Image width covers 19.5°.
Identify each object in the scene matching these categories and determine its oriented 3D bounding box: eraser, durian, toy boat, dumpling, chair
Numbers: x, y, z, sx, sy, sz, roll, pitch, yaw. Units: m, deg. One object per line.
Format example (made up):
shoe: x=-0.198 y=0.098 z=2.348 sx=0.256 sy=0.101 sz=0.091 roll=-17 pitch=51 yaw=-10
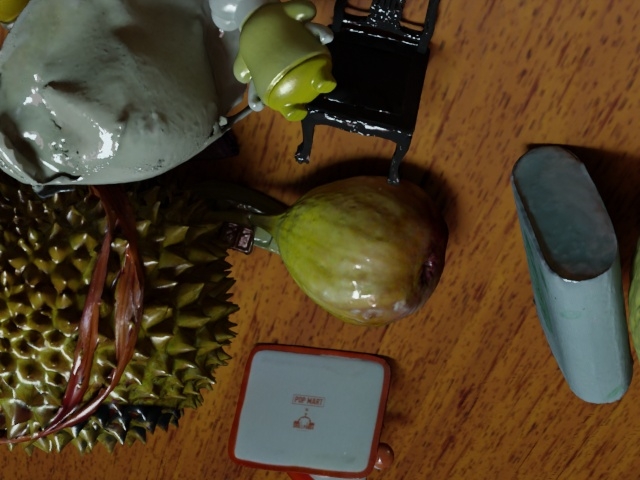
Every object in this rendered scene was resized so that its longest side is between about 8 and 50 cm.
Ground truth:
eraser: x=0.254 y=0.036 z=1.863 sx=0.081 sy=0.174 sz=0.227 roll=-21 pitch=142 yaw=0
durian: x=-0.255 y=0.061 z=1.864 sx=0.348 sy=0.384 sz=0.347 roll=16 pitch=119 yaw=31
toy boat: x=-0.081 y=-0.015 z=2.011 sx=0.172 sy=0.066 sz=0.065 roll=20 pitch=144 yaw=-8
dumpling: x=-0.195 y=-0.153 z=1.710 sx=0.163 sy=0.293 sz=0.204 roll=-11 pitch=101 yaw=57
chair: x=0.047 y=-0.164 z=1.699 sx=0.106 sy=0.113 sz=0.229 roll=12 pitch=151 yaw=1

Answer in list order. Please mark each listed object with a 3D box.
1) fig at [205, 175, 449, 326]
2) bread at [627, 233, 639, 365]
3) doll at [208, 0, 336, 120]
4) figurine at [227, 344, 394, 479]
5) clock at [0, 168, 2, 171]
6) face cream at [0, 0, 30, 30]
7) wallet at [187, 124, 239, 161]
fig: x=0.000 y=0.000 z=1.936 sx=0.257 sy=0.159 sz=0.159 roll=13 pitch=148 yaw=13
bread: x=0.446 y=0.068 z=1.781 sx=0.320 sy=0.237 sz=0.320 roll=-2 pitch=147 yaw=-1
doll: x=-0.044 y=-0.186 z=1.668 sx=0.106 sy=0.162 sz=0.062 roll=-41 pitch=153 yaw=25
figurine: x=0.009 y=0.251 z=2.322 sx=0.183 sy=0.160 sz=0.226 roll=5 pitch=155 yaw=16
clock: x=-0.368 y=-0.092 z=2.021 sx=0.237 sy=0.057 sz=0.237 roll=11 pitch=145 yaw=8
face cream: x=-0.361 y=-0.298 z=1.660 sx=0.349 sy=0.105 sz=0.105 roll=35 pitch=142 yaw=-29
wallet: x=-0.176 y=-0.115 z=1.929 sx=0.166 sy=0.030 sz=0.111 roll=-1 pitch=143 yaw=23
